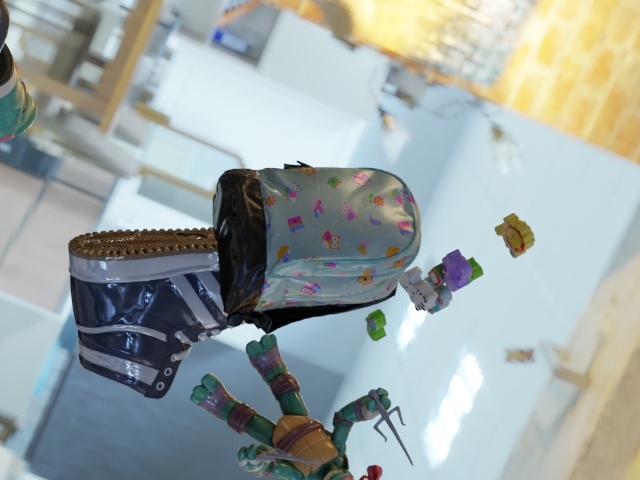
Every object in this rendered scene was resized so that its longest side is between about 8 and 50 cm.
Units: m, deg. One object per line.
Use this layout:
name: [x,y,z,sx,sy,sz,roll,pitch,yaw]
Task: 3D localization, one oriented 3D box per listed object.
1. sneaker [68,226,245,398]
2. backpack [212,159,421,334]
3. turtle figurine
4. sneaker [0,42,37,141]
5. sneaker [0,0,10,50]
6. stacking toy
sneaker: [-0.106,0.070,1.534,0.099,0.282,0.153,-124,-144,-69]
backpack: [0.000,0.000,1.422,0.115,0.182,0.152,119,-31,-62]
turtle figurine: [-0.022,0.208,1.650,0.175,0.234,0.118,-25,139,-32]
sneaker: [-0.472,-0.240,2.178,0.178,0.124,0.295,90,-18,-46]
sneaker: [-0.401,-0.159,1.675,0.121,0.111,0.300,-25,161,-51]
stacking toy: [0.156,0.055,1.931,0.167,0.052,0.221,-27,168,-23]
